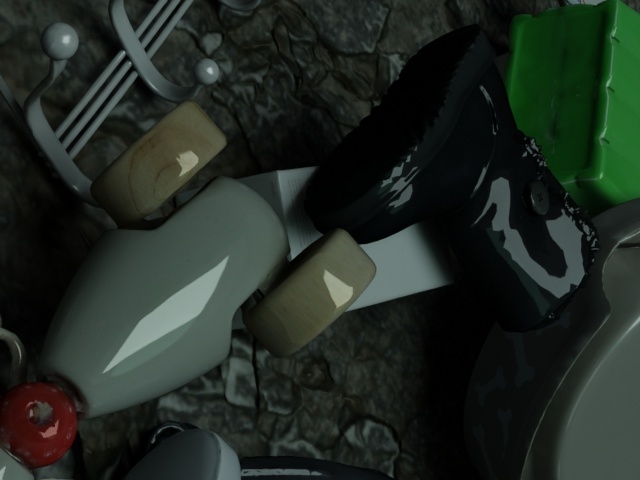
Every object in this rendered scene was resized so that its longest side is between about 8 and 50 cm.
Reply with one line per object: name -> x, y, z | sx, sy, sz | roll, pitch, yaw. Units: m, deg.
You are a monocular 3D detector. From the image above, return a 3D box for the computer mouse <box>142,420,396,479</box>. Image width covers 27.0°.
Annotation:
computer mouse -> -0.006, 0.223, 0.943 | 0.272, 0.072, 0.189 | 10, 74, -48

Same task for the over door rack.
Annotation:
over door rack -> -0.161, -0.214, 0.830 | 0.324, 0.108, 0.239 | 53, 46, -28

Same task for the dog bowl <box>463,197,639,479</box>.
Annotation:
dog bowl -> 0.270, 0.117, 1.142 | 0.348, 0.102, 0.349 | -21, 130, -28

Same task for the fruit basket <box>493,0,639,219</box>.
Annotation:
fruit basket -> 0.279, -0.058, 1.305 | 0.353, 0.165, 0.327 | 44, 50, -54

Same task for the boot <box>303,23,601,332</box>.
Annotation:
boot -> 0.108, -0.013, 0.942 | 0.207, 0.094, 0.246 | 57, 39, -18

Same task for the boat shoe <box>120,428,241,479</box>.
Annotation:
boat shoe -> -0.104, 0.264, 0.795 | 0.102, 0.108, 0.301 | 40, 56, -36

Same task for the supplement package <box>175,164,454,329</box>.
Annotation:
supplement package -> 0.000, 0.000, 0.972 | 0.179, 0.105, 0.105 | -11, 90, -49

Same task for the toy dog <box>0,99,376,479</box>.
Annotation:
toy dog -> -0.133, 0.067, 0.767 | 0.333, 0.161, 0.220 | -24, 83, -24
